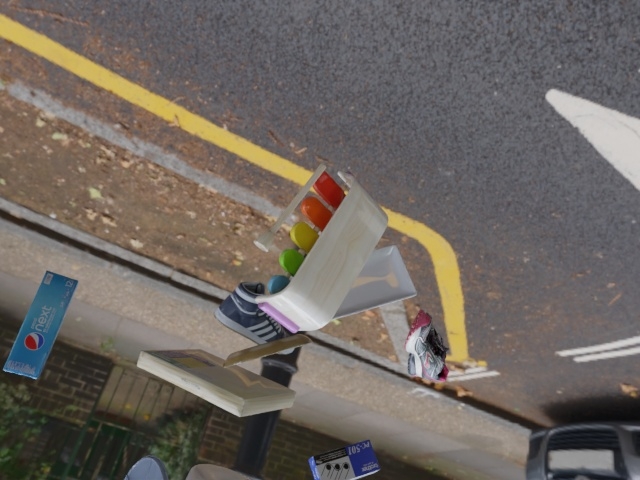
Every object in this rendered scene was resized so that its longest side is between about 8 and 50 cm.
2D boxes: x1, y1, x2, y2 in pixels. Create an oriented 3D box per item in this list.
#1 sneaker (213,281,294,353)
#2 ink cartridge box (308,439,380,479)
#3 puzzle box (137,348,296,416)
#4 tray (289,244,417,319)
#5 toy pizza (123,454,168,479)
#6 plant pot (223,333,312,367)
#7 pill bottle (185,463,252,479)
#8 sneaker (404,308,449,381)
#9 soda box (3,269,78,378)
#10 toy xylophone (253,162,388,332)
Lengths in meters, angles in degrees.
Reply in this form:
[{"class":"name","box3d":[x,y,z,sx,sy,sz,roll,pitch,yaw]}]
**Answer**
[{"class":"sneaker","box3d":[-0.161,0.228,1.593,0.282,0.153,0.099,32,-170,-25]},{"class":"ink cartridge box","box3d":[0.076,0.697,1.650,0.207,0.097,0.046,-5,147,-28]},{"class":"puzzle box","box3d":[-0.310,0.415,1.593,0.409,0.052,0.272,15,178,30]},{"class":"tray","box3d":[0.067,0.106,1.197,0.271,0.145,0.030,-16,144,-2]},{"class":"toy pizza","box3d":[-0.334,0.515,1.004,0.032,0.201,0.201,27,149,-37]},{"class":"plant pot","box3d":[-0.137,0.280,1.362,0.237,0.032,0.236,-15,170,-3]},{"class":"pill bottle","box3d":[-0.260,0.712,1.127,0.224,0.392,0.224,23,168,5]},{"class":"sneaker","box3d":[0.322,0.310,1.561,0.112,0.120,0.299,14,144,27]},{"class":"soda box","box3d":[-0.576,0.174,1.101,0.067,0.210,0.071,23,162,-19]},{"class":"toy xylophone","box3d":[0.000,0.000,0.963,0.081,0.322,0.236,8,142,52]}]
